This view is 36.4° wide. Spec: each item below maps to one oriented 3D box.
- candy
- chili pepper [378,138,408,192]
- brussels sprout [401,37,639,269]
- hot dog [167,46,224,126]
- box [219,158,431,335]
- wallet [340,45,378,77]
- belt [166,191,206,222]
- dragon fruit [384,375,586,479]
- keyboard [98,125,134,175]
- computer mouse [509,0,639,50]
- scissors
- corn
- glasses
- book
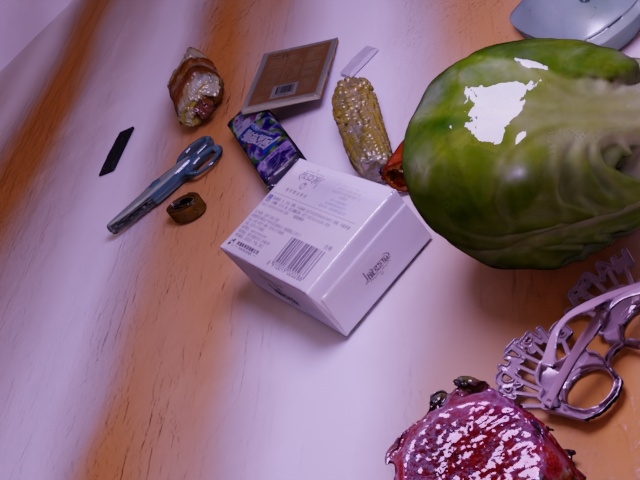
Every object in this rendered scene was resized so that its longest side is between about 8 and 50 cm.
[{"bbox_3d":[-0.102,-0.183,1.860,0.088,0.061,0.312,-40,33,4],"label":"candy"},{"bbox_3d":[0.165,-0.155,1.566,0.088,0.065,0.169,2,45,31],"label":"chili pepper"},{"bbox_3d":[0.285,-0.112,1.197,0.354,0.289,0.281,-8,58,22],"label":"brussels sprout"},{"bbox_3d":[-0.275,-0.336,2.173,0.146,0.103,0.213,-51,33,25],"label":"hot dog"},{"bbox_3d":[0.002,0.002,1.493,0.203,0.116,0.274,-50,34,-12],"label":"box"},{"bbox_3d":[0.076,-0.353,1.923,0.083,0.011,0.044,-47,34,-8],"label":"wallet"},{"bbox_3d":[-0.260,-0.064,1.905,0.083,0.036,0.059,-12,36,36],"label":"belt"},{"bbox_3d":[0.159,0.256,1.021,0.211,0.147,0.282,-35,35,10],"label":"dragon fruit"},{"bbox_3d":[-0.487,-0.214,2.325,0.053,0.010,0.155,-19,40,32],"label":"keyboard"},{"bbox_3d":[0.400,-0.378,1.555,0.159,0.097,0.288,-40,34,6],"label":"computer mouse"},{"bbox_3d":[-0.326,-0.112,2.018,0.289,0.041,0.138,-39,32,-4],"label":"scissors"},{"bbox_3d":[0.071,-0.196,1.681,0.086,0.086,0.288,-31,36,15],"label":"corn"},{"bbox_3d":[0.290,0.101,1.118,0.255,0.095,0.162,-44,25,-8],"label":"glasses"},{"bbox_3d":[-0.059,-0.334,1.971,0.170,0.018,0.242,-9,35,18],"label":"book"}]
